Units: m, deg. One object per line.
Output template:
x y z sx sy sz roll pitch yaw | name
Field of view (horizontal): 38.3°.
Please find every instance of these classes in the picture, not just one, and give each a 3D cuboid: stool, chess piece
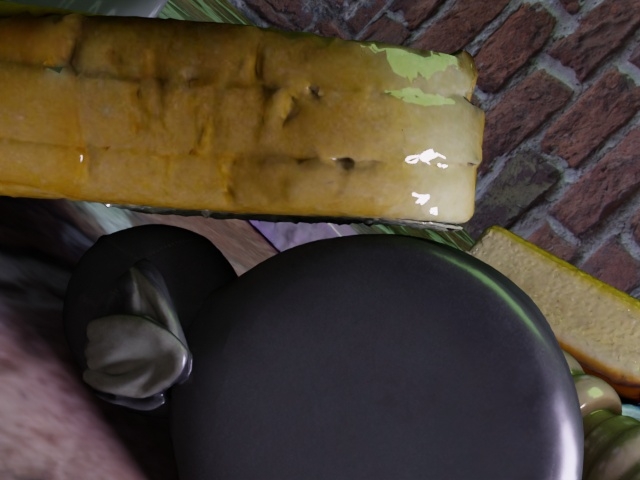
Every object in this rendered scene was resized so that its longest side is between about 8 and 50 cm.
0.012 0.056 0.394 0.228 0.153 0.139 45 10 5 | stool
0.295 0.214 1.007 0.143 0.143 0.261 36 6 -41 | chess piece

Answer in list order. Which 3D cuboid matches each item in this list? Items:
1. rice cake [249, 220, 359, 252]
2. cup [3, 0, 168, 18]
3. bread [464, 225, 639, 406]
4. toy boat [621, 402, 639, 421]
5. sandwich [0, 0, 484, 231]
0.001 0.000 0.840 0.399 0.064 0.070 44 16 0 | rice cake
-0.192 -0.254 0.633 0.258 0.234 0.186 46 9 19 | cup
0.388 0.131 1.428 0.333 0.143 0.323 31 -3 29 | bread
0.434 0.278 1.292 0.115 0.114 0.262 46 7 36 | toy boat
-0.057 -0.056 0.428 0.251 0.087 0.226 4 6 -1 | sandwich
